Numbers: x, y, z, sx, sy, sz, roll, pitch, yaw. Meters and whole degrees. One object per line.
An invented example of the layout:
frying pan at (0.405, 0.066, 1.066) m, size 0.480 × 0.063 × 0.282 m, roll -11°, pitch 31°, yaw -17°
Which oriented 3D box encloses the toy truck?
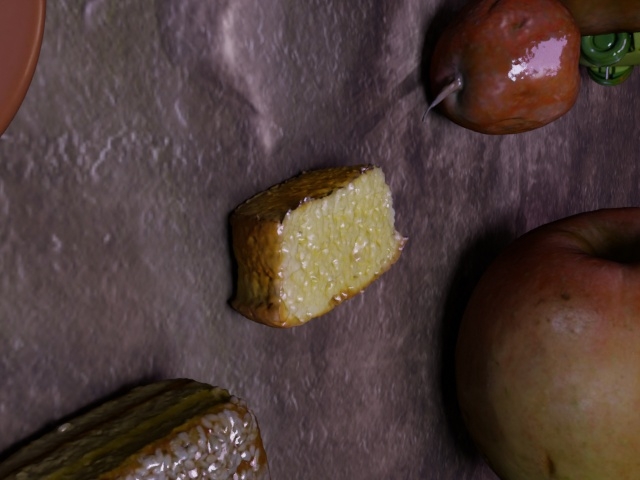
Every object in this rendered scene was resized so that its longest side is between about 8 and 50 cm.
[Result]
toy truck at (0.396, -0.299, 1.116) m, size 0.148 × 0.187 × 0.210 m, roll 12°, pitch 60°, yaw -67°

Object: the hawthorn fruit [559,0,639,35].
hawthorn fruit at (0.335, -0.343, 0.936) m, size 0.301 × 0.268 × 0.267 m, roll -15°, pitch 106°, yaw -54°

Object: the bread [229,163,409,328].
bread at (0.000, 0.000, 0.700) m, size 0.187 × 0.065 × 0.103 m, roll -31°, pitch 117°, yaw -46°

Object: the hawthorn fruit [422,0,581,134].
hawthorn fruit at (0.164, -0.177, 0.857) m, size 0.189 × 0.149 × 0.149 m, roll 0°, pitch 94°, yaw -24°

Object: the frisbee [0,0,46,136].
frisbee at (-0.230, -0.133, 0.407) m, size 0.251 × 0.021 × 0.250 m, roll -9°, pitch 101°, yaw -54°

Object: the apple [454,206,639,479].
apple at (0.315, 0.136, 0.919) m, size 0.338 × 0.338 × 0.305 m, roll -27°, pitch 115°, yaw -49°

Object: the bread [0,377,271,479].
bread at (-0.109, 0.221, 0.545) m, size 0.184 × 0.110 × 0.234 m, roll -23°, pitch 110°, yaw -47°
